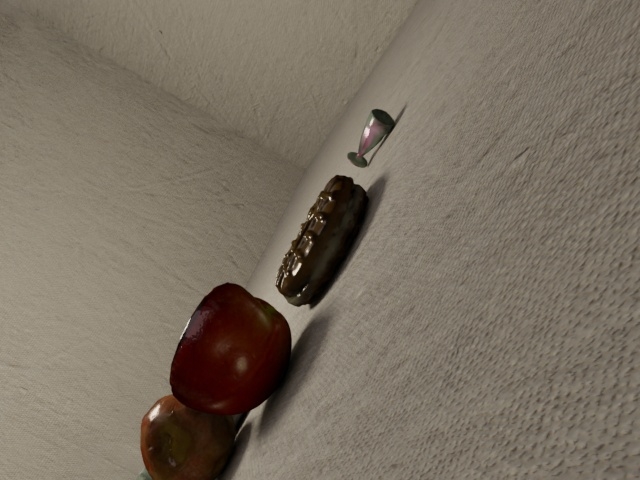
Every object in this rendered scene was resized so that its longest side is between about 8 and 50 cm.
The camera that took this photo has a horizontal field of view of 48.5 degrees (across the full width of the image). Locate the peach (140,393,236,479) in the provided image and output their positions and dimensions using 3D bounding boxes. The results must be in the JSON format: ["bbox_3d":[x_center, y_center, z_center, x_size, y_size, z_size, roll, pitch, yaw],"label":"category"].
[{"bbox_3d":[-0.292,0.459,1.576,0.214,0.214,0.235,129,150,-55],"label":"peach"}]

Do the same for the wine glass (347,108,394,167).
[{"bbox_3d":[0.134,-0.271,1.903,0.155,0.073,0.073,-60,6,34],"label":"wine glass"}]

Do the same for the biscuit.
[{"bbox_3d":[0.000,0.000,1.645,0.332,0.103,0.332,-60,8,14],"label":"biscuit"}]

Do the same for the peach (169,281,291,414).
[{"bbox_3d":[-0.187,0.243,1.473,0.274,0.249,0.245,-55,48,4],"label":"peach"}]

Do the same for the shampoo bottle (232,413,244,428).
[{"bbox_3d":[-0.210,0.410,1.721,0.227,0.056,0.086,-60,4,6],"label":"shampoo bottle"}]

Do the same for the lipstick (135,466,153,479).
[{"bbox_3d":[-0.469,0.678,2.196,0.077,0.076,0.289,-64,-7,22],"label":"lipstick"}]
